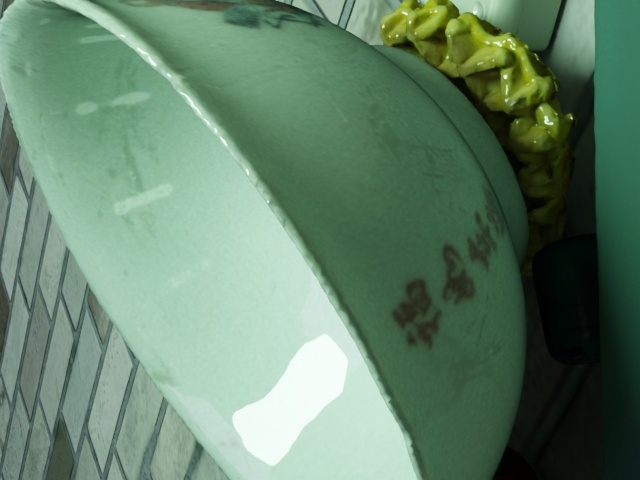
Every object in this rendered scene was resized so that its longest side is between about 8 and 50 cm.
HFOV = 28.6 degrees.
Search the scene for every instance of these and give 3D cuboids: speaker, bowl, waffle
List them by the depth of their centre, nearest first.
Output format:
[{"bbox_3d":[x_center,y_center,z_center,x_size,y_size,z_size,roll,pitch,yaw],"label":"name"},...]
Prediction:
[{"bbox_3d":[0.176,0.031,0.749,0.094,0.060,0.075,-15,77,26],"label":"speaker"},{"bbox_3d":[0.000,0.000,0.785,0.435,0.196,0.435,45,157,25],"label":"bowl"},{"bbox_3d":[0.103,-0.064,0.813,0.149,0.051,0.194,40,153,35],"label":"waffle"}]

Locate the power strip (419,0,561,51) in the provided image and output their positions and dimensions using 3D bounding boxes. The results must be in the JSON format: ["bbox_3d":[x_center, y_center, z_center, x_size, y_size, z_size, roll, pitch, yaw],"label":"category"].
[{"bbox_3d":[0.131,-0.256,0.788,0.098,0.058,0.338,48,134,48],"label":"power strip"}]

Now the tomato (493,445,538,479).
[{"bbox_3d":[0.112,0.183,0.852,0.087,0.087,0.075,52,173,47],"label":"tomato"}]

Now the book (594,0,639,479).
[{"bbox_3d":[0.235,-0.051,0.604,0.264,0.031,0.380,1,93,54],"label":"book"}]
